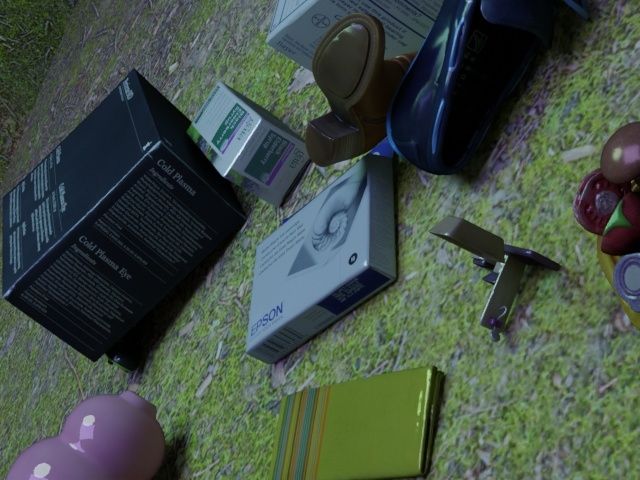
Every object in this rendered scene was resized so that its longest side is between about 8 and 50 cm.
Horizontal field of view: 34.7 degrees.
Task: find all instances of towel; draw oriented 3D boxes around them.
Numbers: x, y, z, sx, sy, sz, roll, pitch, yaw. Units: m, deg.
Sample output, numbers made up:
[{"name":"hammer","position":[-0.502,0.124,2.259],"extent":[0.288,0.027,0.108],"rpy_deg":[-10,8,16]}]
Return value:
[{"name":"towel","position":[0.028,0.185,0.986],"extent":[0.237,0.021,0.102],"rpy_deg":[-22,52,50]}]

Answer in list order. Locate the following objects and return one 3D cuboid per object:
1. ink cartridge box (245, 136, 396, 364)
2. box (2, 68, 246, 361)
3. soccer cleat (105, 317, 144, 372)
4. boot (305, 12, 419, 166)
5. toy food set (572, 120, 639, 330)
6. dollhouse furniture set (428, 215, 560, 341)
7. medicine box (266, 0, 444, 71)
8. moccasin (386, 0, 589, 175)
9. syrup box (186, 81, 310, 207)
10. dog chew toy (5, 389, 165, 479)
[{"name":"ink cartridge box","position":[0.000,0.000,1.177],"extent":[0.223,0.045,0.224],"rpy_deg":[-38,34,38]},{"name":"box","position":[-0.309,-0.049,1.550],"extent":[0.312,0.179,0.343],"rpy_deg":[-43,30,8]},{"name":"soccer cleat","position":[-0.294,0.134,1.546],"extent":[0.072,0.060,0.179],"rpy_deg":[-53,25,12]},{"name":"boot","position":[0.063,-0.176,1.082],"extent":[0.073,0.152,0.197],"rpy_deg":[46,143,20]},{"name":"toy food set","position":[0.240,-0.026,0.759],"extent":[0.128,0.071,0.218],"rpy_deg":[-48,29,24]},{"name":"dollhouse furniture set","position":[0.121,0.032,0.868],"extent":[0.091,0.114,0.081],"rpy_deg":[16,83,60]},{"name":"medicine box","position":[0.091,-0.366,1.253],"extent":[0.289,0.149,0.264],"rpy_deg":[-27,42,47]},{"name":"moccasin","position":[0.189,-0.214,0.996],"extent":[0.342,0.137,0.117],"rpy_deg":[-68,29,18]},{"name":"syrup box","position":[-0.102,-0.139,1.431],"extent":[0.093,0.096,0.237],"rpy_deg":[-57,26,7]},{"name":"dog chew toy","position":[-0.306,0.333,1.240],"extent":[0.332,0.206,0.206],"rpy_deg":[-57,26,-11]}]
